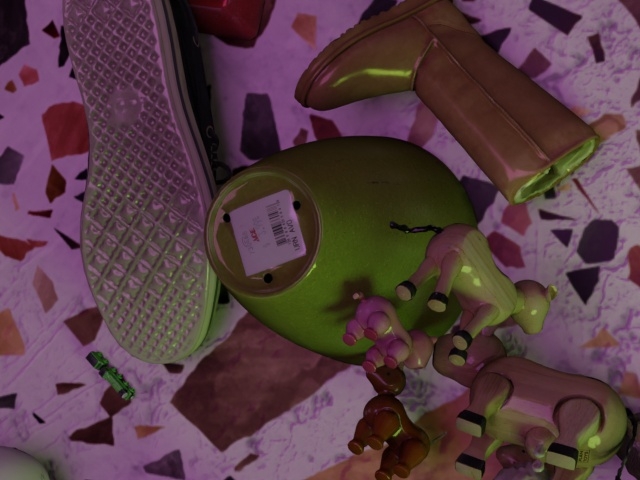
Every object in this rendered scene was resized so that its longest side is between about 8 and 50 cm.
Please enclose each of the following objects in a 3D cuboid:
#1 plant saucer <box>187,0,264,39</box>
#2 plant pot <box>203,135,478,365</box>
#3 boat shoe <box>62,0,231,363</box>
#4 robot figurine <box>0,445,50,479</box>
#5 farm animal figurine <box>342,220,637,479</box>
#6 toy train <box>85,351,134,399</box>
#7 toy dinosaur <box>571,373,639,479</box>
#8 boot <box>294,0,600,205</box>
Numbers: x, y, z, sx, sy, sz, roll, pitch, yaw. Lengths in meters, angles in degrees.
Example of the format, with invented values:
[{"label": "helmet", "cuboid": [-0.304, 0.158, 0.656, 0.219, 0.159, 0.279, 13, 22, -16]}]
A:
[{"label": "plant saucer", "cuboid": [-0.178, -0.400, 1.867, 0.259, 0.048, 0.258, 12, 90, 25]}, {"label": "plant pot", "cuboid": [0.000, 0.000, 1.619, 0.275, 0.293, 0.274, -2, 84, 24]}, {"label": "boat shoe", "cuboid": [-0.203, -0.100, 1.800, 0.187, 0.156, 0.500, -6, 95, 17]}, {"label": "robot figurine", "cuboid": [-0.412, 0.396, 1.838, 0.174, 0.209, 0.278, -13, 81, 44]}, {"label": "farm animal figurine", "cuboid": [0.185, 0.141, 1.546, 0.327, 0.172, 0.330, 31, 139, 10]}, {"label": "toy train", "cuboid": [-0.268, 0.171, 1.870, 0.083, 0.024, 0.017, 44, 103, 21]}, {"label": "toy dinosaur", "cuboid": [0.371, 0.232, 1.564, 0.118, 0.064, 0.268, -45, 71, 32]}, {"label": "boot", "cuboid": [0.139, -0.143, 1.644, 0.236, 0.089, 0.269, -36, 70, -13]}]
